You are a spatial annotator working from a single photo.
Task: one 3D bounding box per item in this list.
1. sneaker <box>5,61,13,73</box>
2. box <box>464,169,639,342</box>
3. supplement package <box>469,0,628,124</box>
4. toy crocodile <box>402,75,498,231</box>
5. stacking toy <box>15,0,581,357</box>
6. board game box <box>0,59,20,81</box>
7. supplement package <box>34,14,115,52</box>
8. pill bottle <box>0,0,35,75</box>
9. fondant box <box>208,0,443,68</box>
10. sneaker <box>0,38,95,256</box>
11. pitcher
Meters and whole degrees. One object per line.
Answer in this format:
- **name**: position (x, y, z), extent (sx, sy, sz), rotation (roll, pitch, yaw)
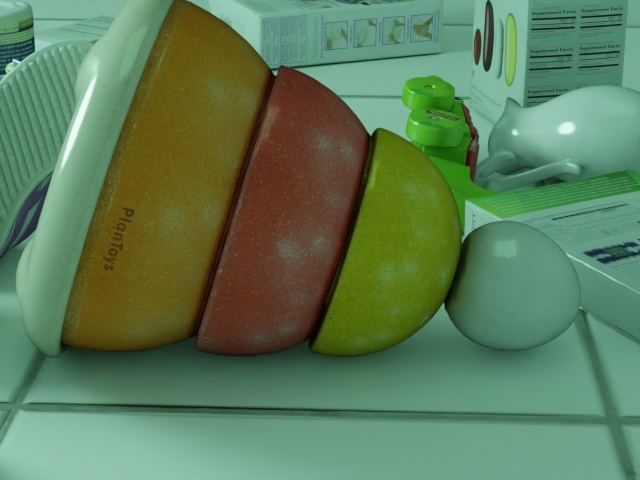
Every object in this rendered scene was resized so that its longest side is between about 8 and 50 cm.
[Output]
- **sneaker**: position (-0.318, -0.178, 1.781), extent (0.147, 0.145, 0.385), rotation (31, 18, -3)
- **box**: position (0.330, 0.010, 1.483), extent (0.232, 0.058, 0.322), rotation (-11, 25, -26)
- **supplement package**: position (0.308, -0.259, 1.978), extent (0.149, 0.203, 0.194), rotation (-5, 21, -15)
- **toy crocodile**: position (0.146, -0.113, 1.722), extent (0.105, 0.115, 0.340), rotation (6, 23, -2)
- **stacking toy**: position (0.000, 0.000, 1.291), extent (0.480, 0.350, 0.350), rotation (19, 21, -4)
- **board game box**: position (-0.330, -0.157, 1.597), extent (0.168, 0.033, 0.133), rotation (23, 38, 25)
- **supplement package**: position (-0.336, -0.258, 2.103), extent (0.105, 0.105, 0.179), rotation (13, 24, 31)
- **pill bottle**: position (-0.423, -0.212, 1.868), extent (0.112, 0.187, 0.112), rotation (0, 21, 0)
- **fondant box**: position (0.007, -0.368, 2.411), extent (0.330, 0.096, 0.238), rotation (-9, 23, -21)
- **sneaker**: position (-0.295, -0.095, 1.482), extent (0.102, 0.282, 0.161), rotation (40, 16, 1)
- **pitcher**: position (0.296, -0.108, 1.729), extent (0.207, 0.125, 0.178), rotation (3, 39, 36)
